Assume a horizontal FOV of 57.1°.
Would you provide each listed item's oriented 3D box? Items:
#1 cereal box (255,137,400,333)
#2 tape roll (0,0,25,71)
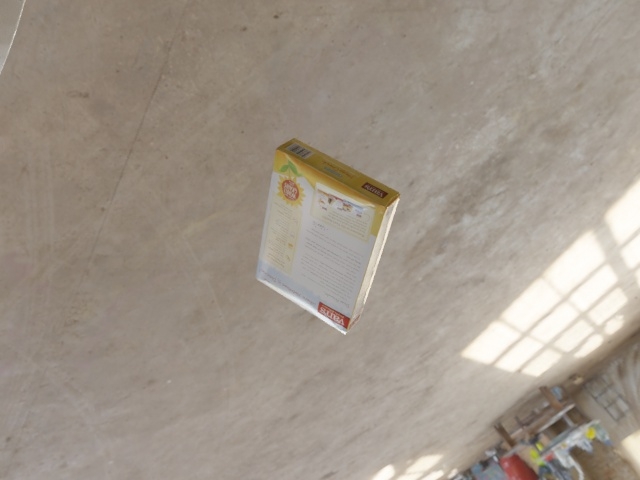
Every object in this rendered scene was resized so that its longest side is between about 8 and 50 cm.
[{"bbox_3d":[0.000,0.000,0.821,0.047,0.173,0.240,-40,154,-44],"label":"cereal box"},{"bbox_3d":[-0.648,-0.456,1.128,0.072,0.392,0.392,13,126,-41],"label":"tape roll"}]
